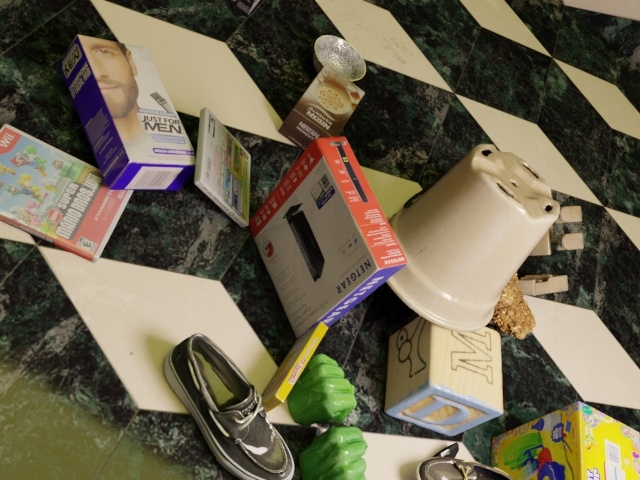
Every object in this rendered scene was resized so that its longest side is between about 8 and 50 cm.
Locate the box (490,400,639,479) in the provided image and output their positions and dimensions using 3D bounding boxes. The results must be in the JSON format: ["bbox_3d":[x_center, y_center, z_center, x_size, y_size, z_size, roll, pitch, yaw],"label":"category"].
[{"bbox_3d":[0.512,0.543,1.439,0.177,0.279,0.290,28,48,-14],"label":"box"}]

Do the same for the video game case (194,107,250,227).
[{"bbox_3d":[-0.219,-0.164,1.551,0.193,0.023,0.212,47,33,-50],"label":"video game case"}]

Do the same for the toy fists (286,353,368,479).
[{"bbox_3d":[0.019,0.363,1.336,0.096,0.142,0.279,5,58,-30],"label":"toy fists"}]

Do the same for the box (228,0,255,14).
[{"bbox_3d":[-0.153,-0.801,1.915,0.087,0.290,0.169,33,48,-10],"label":"box"}]

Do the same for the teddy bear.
[{"bbox_3d":[0.441,0.096,1.761,0.245,0.113,0.338,-107,172,-63],"label":"teddy bear"}]

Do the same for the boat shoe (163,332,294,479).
[{"bbox_3d":[-0.164,0.318,1.263,0.335,0.119,0.121,47,47,3],"label":"boat shoe"}]

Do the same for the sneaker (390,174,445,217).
[{"bbox_3d":[0.307,-0.043,1.817,0.410,0.158,0.182,-40,96,-36],"label":"sneaker"}]

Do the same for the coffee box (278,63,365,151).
[{"bbox_3d":[0.007,-0.348,1.841,0.141,0.098,0.246,35,47,-8],"label":"coffee box"}]

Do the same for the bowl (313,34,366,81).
[{"bbox_3d":[0.040,-0.506,1.983,0.170,0.080,0.170,16,53,-23],"label":"bowl"}]

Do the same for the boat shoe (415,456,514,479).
[{"bbox_3d":[0.306,0.496,1.425,0.227,0.068,0.081,18,58,-24],"label":"boat shoe"}]

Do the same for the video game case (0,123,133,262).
[{"bbox_3d":[-0.542,-0.096,1.366,0.285,0.025,0.204,27,49,-15],"label":"video game case"}]

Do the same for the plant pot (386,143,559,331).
[{"bbox_3d":[0.329,-0.025,1.468,0.333,0.305,0.334,22,38,-19],"label":"plant pot"}]

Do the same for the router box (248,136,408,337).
[{"bbox_3d":[0.000,0.000,1.438,0.082,0.335,0.301,-10,66,-38],"label":"router box"}]

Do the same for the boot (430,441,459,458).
[{"bbox_3d":[0.278,0.506,1.474,0.121,0.045,0.099,-23,74,-37],"label":"boot"}]

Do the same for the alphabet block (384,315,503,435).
[{"bbox_3d":[0.272,0.294,1.517,0.193,0.192,0.197,25,51,-19],"label":"alphabet block"}]

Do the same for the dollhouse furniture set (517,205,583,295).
[{"bbox_3d":[0.591,0.025,1.895,0.161,0.212,0.242,-3,89,-36],"label":"dollhouse furniture set"}]

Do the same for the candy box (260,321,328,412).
[{"bbox_3d":[-0.060,0.259,1.382,0.027,0.105,0.206,43,47,-8],"label":"candy box"}]

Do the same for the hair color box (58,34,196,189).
[{"bbox_3d":[-0.418,-0.276,1.490,0.185,0.110,0.339,-5,61,-50],"label":"hair color box"}]
